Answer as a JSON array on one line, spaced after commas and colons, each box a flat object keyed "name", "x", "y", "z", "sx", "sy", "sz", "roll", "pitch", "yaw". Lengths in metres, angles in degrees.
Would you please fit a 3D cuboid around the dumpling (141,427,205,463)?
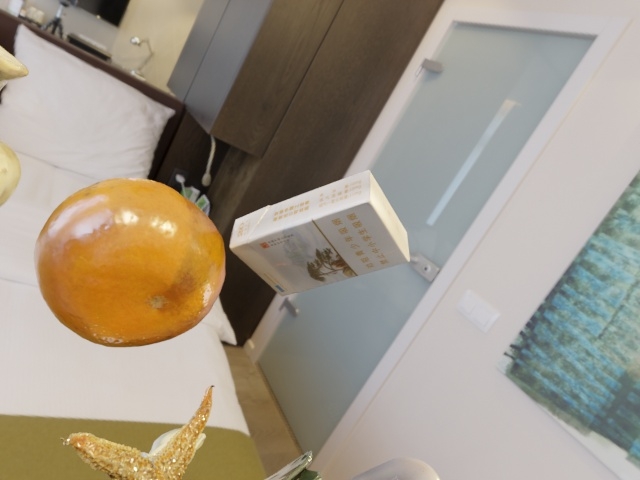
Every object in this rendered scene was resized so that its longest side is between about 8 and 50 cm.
[{"name": "dumpling", "x": -0.384, "y": 0.550, "z": 1.061, "sx": 0.100, "sy": 0.134, "sz": 0.169, "roll": 41, "pitch": 26, "yaw": 12}]

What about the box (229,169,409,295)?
[{"name": "box", "x": -0.001, "y": 0.000, "z": 0.635, "sx": 0.149, "sy": 0.233, "sz": 0.067, "roll": 52, "pitch": 31, "yaw": -39}]

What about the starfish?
[{"name": "starfish", "x": -0.303, "y": 0.387, "z": 0.667, "sx": 0.293, "sy": 0.302, "sz": 0.084, "roll": 19, "pitch": -25, "yaw": -40}]

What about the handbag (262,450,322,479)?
[{"name": "handbag", "x": -0.149, "y": 0.675, "z": 1.091, "sx": 0.247, "sy": 0.260, "sz": 0.079, "roll": 0, "pitch": 57, "yaw": -60}]

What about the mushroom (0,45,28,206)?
[{"name": "mushroom", "x": -0.656, "y": -0.157, "z": 0.701, "sx": 0.355, "sy": 0.316, "sz": 0.315, "roll": -15, "pitch": 19, "yaw": -1}]

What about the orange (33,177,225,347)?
[{"name": "orange", "x": -0.246, "y": 0.028, "z": 0.564, "sx": 0.240, "sy": 0.240, "sz": 0.171, "roll": 21, "pitch": 21, "yaw": -35}]

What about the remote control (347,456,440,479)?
[{"name": "remote control", "x": 0.175, "y": 0.717, "z": 1.141, "sx": 0.221, "sy": 0.331, "sz": 0.104, "roll": -127, "pitch": -165, "yaw": -71}]
